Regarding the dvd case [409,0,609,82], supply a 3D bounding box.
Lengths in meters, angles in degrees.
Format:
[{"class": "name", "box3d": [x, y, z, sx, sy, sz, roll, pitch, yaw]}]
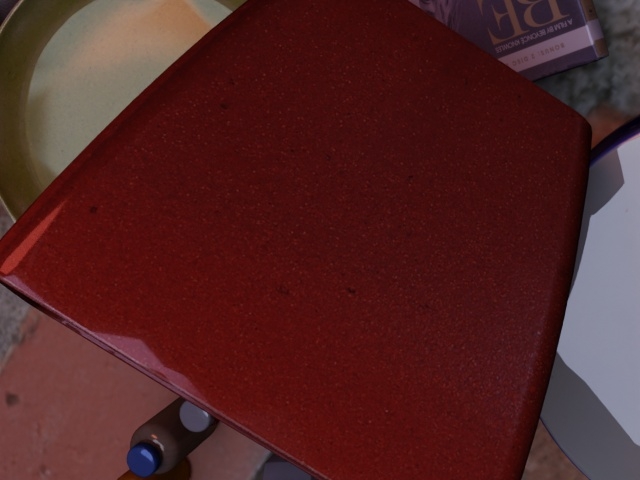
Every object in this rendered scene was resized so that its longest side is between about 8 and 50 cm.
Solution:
[{"class": "dvd case", "box3d": [0.075, -0.196, 0.651, 0.164, 0.018, 0.221, -15, 97, 45]}]

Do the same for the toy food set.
[{"class": "toy food set", "box3d": [-0.053, 0.154, 0.753, 0.232, 0.104, 0.111, -6, 99, 20]}]

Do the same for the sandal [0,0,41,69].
[{"class": "sandal", "box3d": [-0.230, -0.170, 0.772, 0.090, 0.060, 0.219, 3, 102, 19]}]

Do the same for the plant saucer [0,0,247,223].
[{"class": "plant saucer", "box3d": [-0.122, -0.088, 0.735, 0.240, 0.037, 0.241, 0, 91, 4]}]

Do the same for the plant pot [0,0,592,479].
[{"class": "plant pot", "box3d": [0.000, 0.000, 0.596, 0.267, 0.267, 0.236, 32, 79, -5]}]

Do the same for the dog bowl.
[{"class": "dog bowl", "box3d": [0.254, 0.042, 0.623, 0.264, 0.104, 0.265, 4, 102, 19]}]
